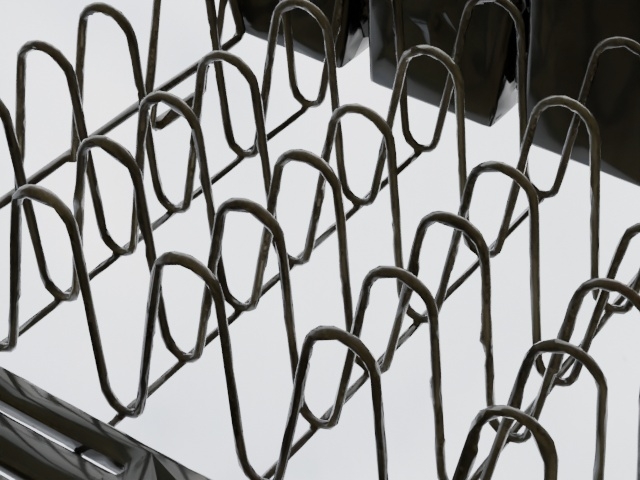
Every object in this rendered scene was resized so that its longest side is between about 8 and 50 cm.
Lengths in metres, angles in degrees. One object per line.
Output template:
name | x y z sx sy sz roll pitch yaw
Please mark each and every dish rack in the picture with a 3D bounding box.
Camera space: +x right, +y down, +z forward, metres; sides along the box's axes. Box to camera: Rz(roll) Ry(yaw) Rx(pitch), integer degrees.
dish rack | 0.000 0.000 0.387 0.208 0.271 0.074 23 -47 24
